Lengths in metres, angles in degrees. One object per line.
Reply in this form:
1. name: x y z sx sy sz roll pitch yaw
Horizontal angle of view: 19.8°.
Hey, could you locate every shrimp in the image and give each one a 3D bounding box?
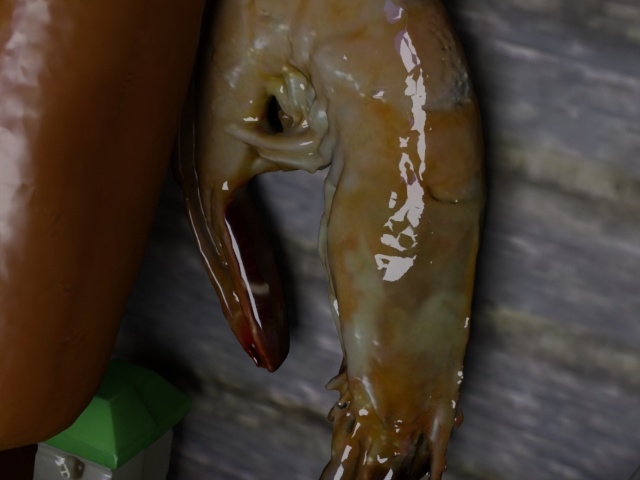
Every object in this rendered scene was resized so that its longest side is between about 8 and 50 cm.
1. shrimp: -0.002 0.001 0.660 0.133 0.053 0.236 5 110 26

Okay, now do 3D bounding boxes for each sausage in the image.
1. sausage: -0.095 -0.040 0.642 0.098 0.098 0.238 15 96 23

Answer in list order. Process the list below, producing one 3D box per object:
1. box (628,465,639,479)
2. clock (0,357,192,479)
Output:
1. box: 0.118 0.164 0.587 0.133 0.182 0.099 31 122 17
2. clock: -0.171 0.137 0.790 0.220 0.106 0.255 18 114 20
